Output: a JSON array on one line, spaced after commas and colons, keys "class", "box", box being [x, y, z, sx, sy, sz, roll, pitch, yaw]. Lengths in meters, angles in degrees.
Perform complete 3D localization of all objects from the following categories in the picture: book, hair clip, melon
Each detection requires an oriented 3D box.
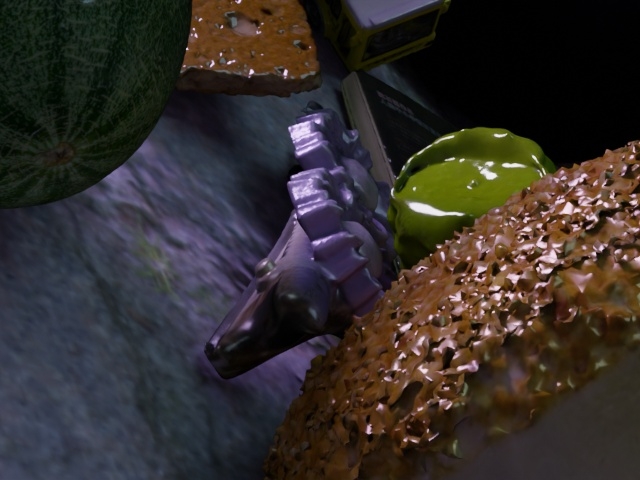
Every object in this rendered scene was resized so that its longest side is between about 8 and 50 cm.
[{"class": "book", "box": [0.095, -0.006, 1.166, 0.160, 0.024, 0.228, 28, 30, -34]}, {"class": "hair clip", "box": [0.000, 0.000, 0.968, 0.106, 0.085, 0.292, 58, 17, -16]}, {"class": "melon", "box": [-0.152, -0.139, 0.808, 0.182, 0.182, 0.287, 25, 31, -37]}]

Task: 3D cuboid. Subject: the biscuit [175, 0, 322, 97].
[{"class": "biscuit", "box": [-0.079, -0.162, 1.079, 0.131, 0.025, 0.231, 2, 43, -16]}]

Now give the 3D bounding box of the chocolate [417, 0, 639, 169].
[{"class": "chocolate", "box": [0.180, -0.201, 1.376, 0.340, 0.225, 0.210, 47, 12, 3]}]

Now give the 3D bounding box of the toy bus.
[{"class": "toy bus", "box": [0.004, -0.227, 1.252, 0.081, 0.074, 0.226, -21, 72, -21]}]

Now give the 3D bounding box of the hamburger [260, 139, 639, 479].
[{"class": "hamburger", "box": [0.107, 0.066, 0.786, 0.294, 0.276, 0.179, -27, 82, -38]}]

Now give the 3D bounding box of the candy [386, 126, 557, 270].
[{"class": "candy", "box": [0.099, 0.028, 0.989, 0.209, 0.097, 0.096, 68, 0, -50]}]
